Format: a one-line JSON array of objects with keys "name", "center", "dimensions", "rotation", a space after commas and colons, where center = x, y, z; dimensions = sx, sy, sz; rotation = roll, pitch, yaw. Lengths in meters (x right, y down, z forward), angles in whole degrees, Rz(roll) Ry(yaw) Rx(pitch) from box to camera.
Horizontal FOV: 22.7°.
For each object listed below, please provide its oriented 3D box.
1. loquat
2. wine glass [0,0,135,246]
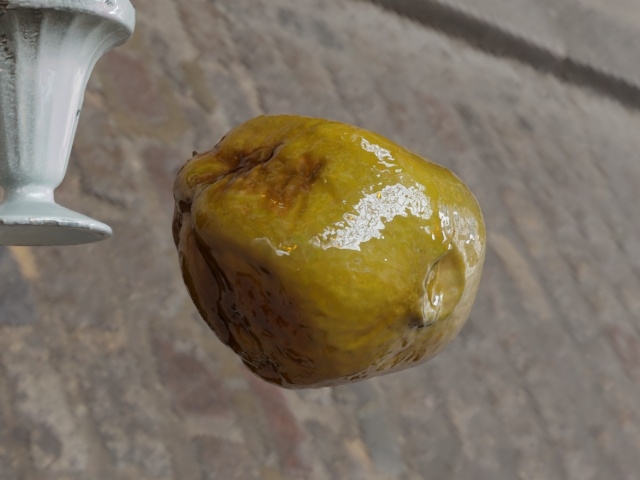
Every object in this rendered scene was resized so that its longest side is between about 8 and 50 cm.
[{"name": "loquat", "center": [0.000, 0.000, 0.654], "dimensions": [0.137, 0.113, 0.137], "rotation": [7, 26, -3]}, {"name": "wine glass", "center": [-0.222, -0.097, 1.228], "dimensions": [0.165, 0.165, 0.196], "rotation": [4, 82, -50]}]
